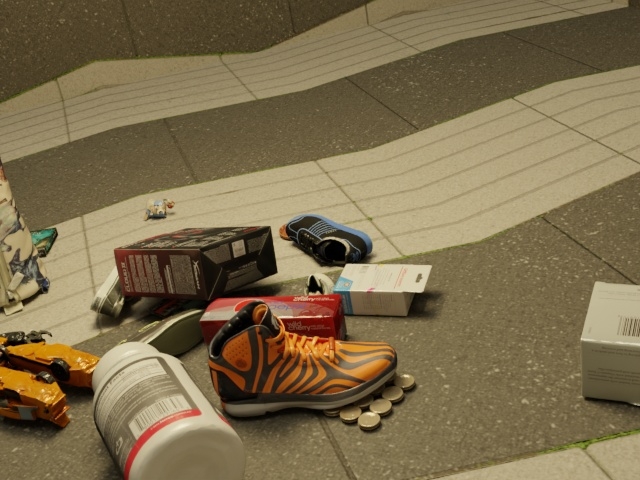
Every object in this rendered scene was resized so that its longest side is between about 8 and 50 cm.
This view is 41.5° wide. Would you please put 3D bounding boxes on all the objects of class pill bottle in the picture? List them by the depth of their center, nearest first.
[{"bbox_3d":[-0.257,0.286,1.335,0.176,0.176,0.318,-22,30,-21],"label":"pill bottle"}]

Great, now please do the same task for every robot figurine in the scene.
[{"bbox_3d":[-0.561,0.257,1.594,0.291,0.085,0.211,7,32,29],"label":"robot figurine"}]

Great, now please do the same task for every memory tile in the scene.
[{"bbox_3d":[0.083,0.264,1.437,0.113,0.012,0.148,12,36,36],"label":"memory tile"}]

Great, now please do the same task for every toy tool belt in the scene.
[{"bbox_3d":[-0.427,-0.077,2.228,0.083,0.052,0.051,-2,60,22],"label":"toy tool belt"}]

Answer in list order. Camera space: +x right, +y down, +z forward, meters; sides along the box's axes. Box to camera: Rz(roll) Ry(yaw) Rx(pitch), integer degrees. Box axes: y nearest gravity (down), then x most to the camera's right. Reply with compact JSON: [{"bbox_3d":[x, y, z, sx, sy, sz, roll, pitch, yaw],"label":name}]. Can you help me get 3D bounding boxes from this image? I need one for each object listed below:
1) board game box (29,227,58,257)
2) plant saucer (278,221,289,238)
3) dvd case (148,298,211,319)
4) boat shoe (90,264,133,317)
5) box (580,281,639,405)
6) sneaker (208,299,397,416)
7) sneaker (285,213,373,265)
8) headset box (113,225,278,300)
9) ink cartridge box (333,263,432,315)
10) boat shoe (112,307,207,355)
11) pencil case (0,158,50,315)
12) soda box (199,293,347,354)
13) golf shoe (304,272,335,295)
[{"bbox_3d":[-0.786,0.017,2.187,0.186,0.026,0.126,-10,27,2],"label":"board game box"},{"bbox_3d":[-0.058,-0.024,2.027,0.083,0.013,0.083,-9,27,4],"label":"plant saucer"},{"bbox_3d":[-0.296,0.144,1.793,0.119,0.013,0.087,14,36,40],"label":"dvd case"},{"bbox_3d":[-0.440,0.107,1.862,0.070,0.078,0.219,25,25,-6],"label":"boat shoe"},{"bbox_3d":[0.523,0.164,1.357,0.181,0.119,0.182,3,30,24],"label":"box"},{"bbox_3d":[-0.037,0.186,1.423,0.321,0.180,0.124,-13,25,2],"label":"sneaker"},{"bbox_3d":[0.000,0.000,1.888,0.232,0.081,0.090,13,28,35],"label":"sneaker"},{"bbox_3d":[-0.273,0.043,1.784,0.293,0.110,0.218,-1,12,38],"label":"headset box"},{"bbox_3d":[0.128,0.098,1.680,0.181,0.061,0.104,0,30,20],"label":"ink cartridge box"},{"bbox_3d":[-0.314,0.191,1.635,0.228,0.081,0.069,-32,39,-31],"label":"boat shoe"},{"bbox_3d":[-0.736,-0.041,1.870,0.160,0.410,0.183,-25,38,-22],"label":"pencil case"},{"bbox_3d":[-0.088,0.162,1.600,0.263,0.092,0.083,-3,26,14],"label":"soda box"},{"bbox_3d":[-0.002,0.097,1.704,0.069,0.086,0.176,-12,26,1],"label":"golf shoe"}]
